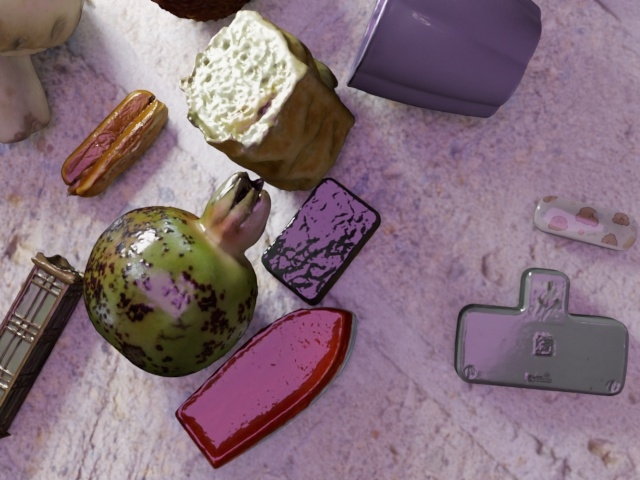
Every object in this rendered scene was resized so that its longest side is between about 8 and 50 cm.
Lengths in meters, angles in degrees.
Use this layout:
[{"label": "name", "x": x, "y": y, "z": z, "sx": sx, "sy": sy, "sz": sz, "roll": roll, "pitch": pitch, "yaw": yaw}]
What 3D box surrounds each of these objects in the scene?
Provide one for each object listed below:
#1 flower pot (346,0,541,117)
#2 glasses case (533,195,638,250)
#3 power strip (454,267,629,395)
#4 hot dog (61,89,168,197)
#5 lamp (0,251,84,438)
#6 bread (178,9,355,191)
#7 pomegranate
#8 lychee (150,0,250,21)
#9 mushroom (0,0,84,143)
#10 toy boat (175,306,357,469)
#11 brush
[{"label": "flower pot", "x": 0.195, "y": -0.317, "z": 1.127, "sx": 0.243, "sy": 0.265, "sz": 0.265, "roll": 24, "pitch": 88, "yaw": -7}, {"label": "glasses case", "x": 0.430, "y": -0.028, "z": 1.169, "sx": 0.164, "sy": 0.041, "sz": 0.063, "roll": 16, "pitch": 87, "yaw": 7}, {"label": "power strip", "x": 0.354, "y": 0.141, "z": 1.154, "sx": 0.264, "sy": 0.059, "sz": 0.194, "roll": 5, "pitch": 90, "yaw": 6}, {"label": "hot dog", "x": -0.361, "y": -0.162, "z": 1.255, "sx": 0.235, "sy": 0.062, "sz": 0.092, "roll": -44, "pitch": 83, "yaw": -2}, {"label": "lamp", "x": -0.510, "y": 0.183, "z": 1.229, "sx": 0.090, "sy": 0.089, "sz": 0.325, "roll": 28, "pitch": 89, "yaw": 8}, {"label": "bread", "x": -0.075, "y": -0.208, "z": 1.117, "sx": 0.196, "sy": 0.252, "sz": 0.239, "roll": 26, "pitch": 82, "yaw": 27}, {"label": "pomegranate", "x": -0.197, "y": 0.035, "z": 1.108, "sx": 0.285, "sy": 0.285, "sz": 0.341, "roll": 41, "pitch": 99, "yaw": 8}, {"label": "lychee", "x": -0.207, "y": -0.495, "z": 1.175, "sx": 0.260, "sy": 0.260, "sz": 0.261, "roll": -1, "pitch": 85, "yaw": 6}, {"label": "mushroom", "x": -0.570, "y": -0.384, "z": 1.201, "sx": 0.353, "sy": 0.353, "sz": 0.325, "roll": -40, "pitch": 62, "yaw": 2}, {"label": "toy boat", "x": -0.071, "y": 0.220, "z": 1.168, "sx": 0.332, "sy": 0.133, "sz": 0.145, "roll": -39, "pitch": 77, "yaw": -9}, {"label": "brush", "x": 0.000, "y": 0.000, "z": 1.203, "sx": 0.123, "sy": 0.059, "sz": 0.197, "roll": 38, "pitch": 89, "yaw": 10}]
